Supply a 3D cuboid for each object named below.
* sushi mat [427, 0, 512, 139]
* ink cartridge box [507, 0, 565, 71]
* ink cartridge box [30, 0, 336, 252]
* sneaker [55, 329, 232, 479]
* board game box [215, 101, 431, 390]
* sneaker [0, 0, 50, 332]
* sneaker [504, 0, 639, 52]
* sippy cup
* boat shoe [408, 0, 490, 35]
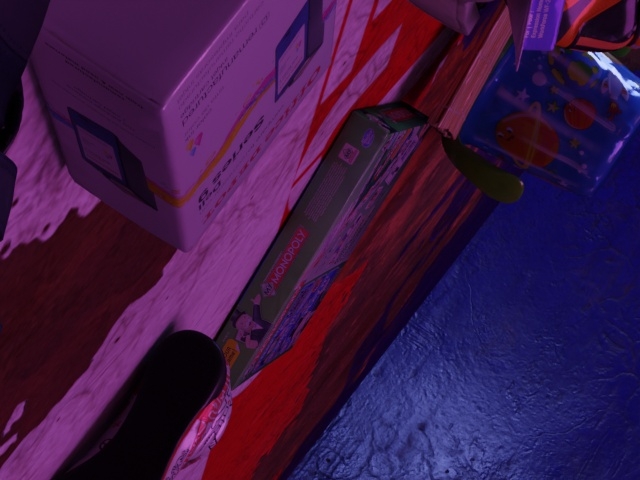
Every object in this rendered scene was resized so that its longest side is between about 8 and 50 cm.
[{"bbox_3d":[0.211,-0.256,1.659,0.317,0.019,0.151,-61,168,2],"label":"sushi mat"},{"bbox_3d":[0.194,-0.272,1.259,0.208,0.045,0.206,-83,-179,-58],"label":"ink cartridge box"},{"bbox_3d":[-0.066,-0.105,0.790,0.154,0.093,0.212,-53,172,-17],"label":"ink cartridge box"},{"bbox_3d":[-0.168,0.213,1.359,0.270,0.090,0.145,-56,168,-15],"label":"sneaker"},{"bbox_3d":[0.000,0.000,1.602,0.317,0.046,0.213,-58,170,15],"label":"board game box"},{"bbox_3d":[-0.173,0.015,0.578,0.321,0.127,0.126,-57,169,-2],"label":"sneaker"},{"bbox_3d":[0.257,-0.345,1.475,0.124,0.180,0.321,-151,-120,-70],"label":"sneaker"},{"bbox_3d":[0.309,-0.180,1.981,0.305,0.224,0.240,-57,171,3],"label":"sippy cup"},{"bbox_3d":[0.109,-0.239,1.174,0.091,0.109,0.305,-56,176,0],"label":"boat shoe"}]
